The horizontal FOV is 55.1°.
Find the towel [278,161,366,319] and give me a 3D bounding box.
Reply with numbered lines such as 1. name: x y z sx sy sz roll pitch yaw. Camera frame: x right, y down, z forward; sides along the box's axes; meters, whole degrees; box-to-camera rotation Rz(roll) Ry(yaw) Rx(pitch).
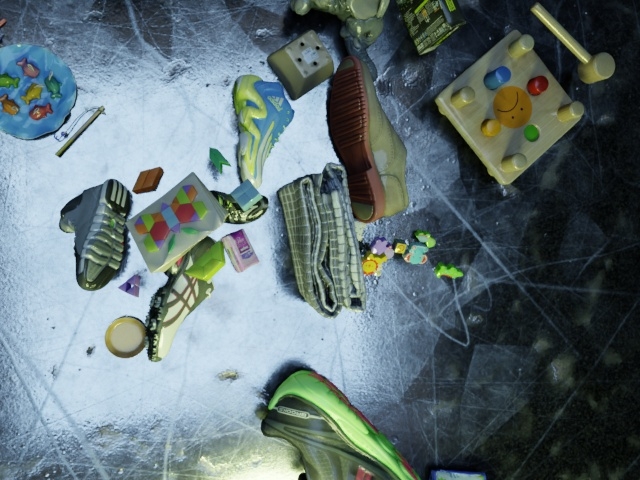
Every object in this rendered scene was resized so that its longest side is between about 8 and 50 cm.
1. towel: 0.000 0.000 1.215 0.121 0.235 0.284 -10 92 -6

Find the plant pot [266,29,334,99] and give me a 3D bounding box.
1. plant pot: -0.034 -0.375 1.275 0.109 0.096 0.109 -36 97 -10

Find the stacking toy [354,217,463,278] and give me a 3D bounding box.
1. stacking toy: 0.167 0.025 1.286 0.221 0.167 0.052 9 116 -16

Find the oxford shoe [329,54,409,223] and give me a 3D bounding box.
1. oxford shoe: 0.110 -0.218 1.311 0.130 0.123 0.348 -13 99 -31

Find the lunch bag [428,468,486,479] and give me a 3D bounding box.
1. lunch bag: 0.304 0.589 1.357 0.128 0.096 0.151 7 75 -8

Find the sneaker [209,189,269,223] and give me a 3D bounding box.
1. sneaker: -0.198 -0.067 1.248 0.188 0.078 0.067 1 90 -13

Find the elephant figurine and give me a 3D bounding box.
1. elephant figurine: 0.071 -0.488 1.285 0.239 0.186 0.169 26 51 -21

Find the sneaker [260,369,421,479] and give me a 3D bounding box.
1. sneaker: 0.067 0.489 1.271 0.202 0.185 0.483 -43 87 -2

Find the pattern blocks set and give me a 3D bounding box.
1. pattern blocks set: -0.281 -0.036 1.177 0.285 0.026 0.325 39 84 26

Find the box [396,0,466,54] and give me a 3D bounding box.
1. box: 0.217 -0.504 1.283 0.045 0.190 0.184 -23 94 -9

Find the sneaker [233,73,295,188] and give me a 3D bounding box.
1. sneaker: -0.109 -0.224 1.262 0.126 0.091 0.240 -4 90 -13

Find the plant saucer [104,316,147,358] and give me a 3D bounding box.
1. plant saucer: -0.391 0.196 1.238 0.083 0.015 0.084 0 90 -12

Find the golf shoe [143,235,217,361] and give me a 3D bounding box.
1. golf shoe: -0.273 0.113 1.218 0.120 0.105 0.273 17 84 -25

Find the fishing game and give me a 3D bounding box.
1. fishing game: -0.573 -0.292 1.186 0.264 0.041 0.189 46 78 -9

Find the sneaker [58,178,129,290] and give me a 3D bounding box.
1. sneaker: -0.447 -0.005 1.168 0.132 0.086 0.229 -7 59 23

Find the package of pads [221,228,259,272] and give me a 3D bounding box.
1. package of pads: -0.165 0.021 1.272 0.050 0.032 0.083 -30 97 -44

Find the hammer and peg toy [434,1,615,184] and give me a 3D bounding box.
1. hammer and peg toy: 0.454 -0.334 1.369 0.361 0.127 0.266 -42 96 -9
